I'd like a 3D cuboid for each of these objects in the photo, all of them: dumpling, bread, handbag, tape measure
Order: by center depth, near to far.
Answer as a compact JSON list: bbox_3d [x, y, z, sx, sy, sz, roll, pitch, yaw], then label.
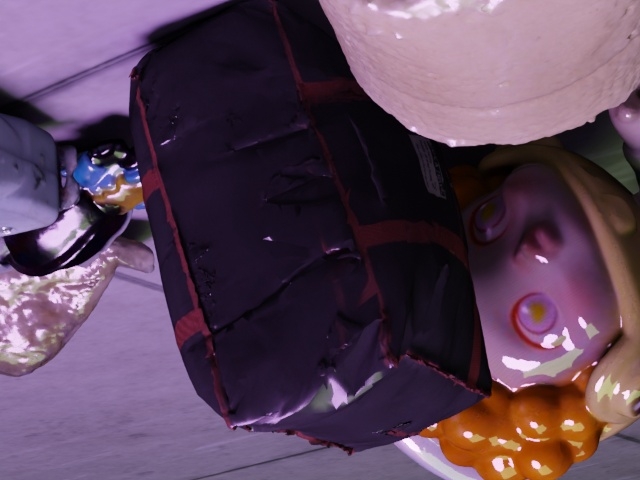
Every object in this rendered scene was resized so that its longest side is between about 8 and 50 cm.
[{"bbox_3d":[0.067,-0.121,0.540,0.148,0.134,0.141,-23,159,5],"label":"bread"},{"bbox_3d":[-0.268,-0.057,0.672,0.164,0.084,0.330,-20,159,21],"label":"tape measure"},{"bbox_3d":[0.000,0.000,0.741,0.155,0.215,0.169,-22,161,15],"label":"handbag"},{"bbox_3d":[-0.284,0.055,0.984,0.332,0.086,0.166,0,157,-7],"label":"dumpling"}]

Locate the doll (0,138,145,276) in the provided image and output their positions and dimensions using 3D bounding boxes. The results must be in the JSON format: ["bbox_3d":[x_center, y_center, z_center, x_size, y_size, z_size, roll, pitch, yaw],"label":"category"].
[{"bbox_3d":[-0.148,-0.019,0.843,0.195,0.070,0.096,-28,146,26],"label":"doll"}]

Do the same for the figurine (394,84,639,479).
[{"bbox_3d":[0.204,0.020,0.849,0.382,0.224,0.205,-20,160,30],"label":"figurine"}]
